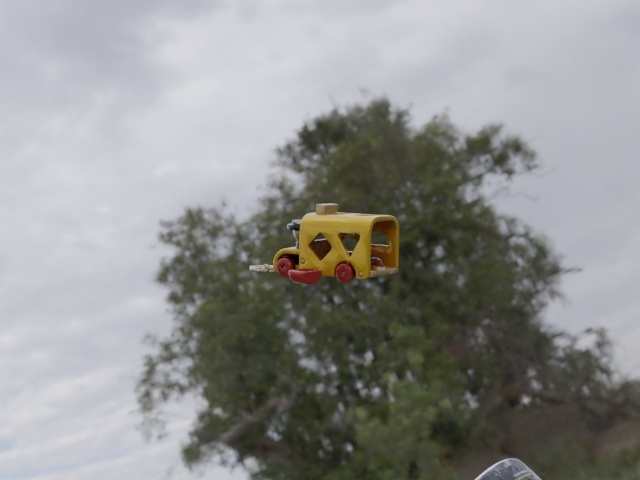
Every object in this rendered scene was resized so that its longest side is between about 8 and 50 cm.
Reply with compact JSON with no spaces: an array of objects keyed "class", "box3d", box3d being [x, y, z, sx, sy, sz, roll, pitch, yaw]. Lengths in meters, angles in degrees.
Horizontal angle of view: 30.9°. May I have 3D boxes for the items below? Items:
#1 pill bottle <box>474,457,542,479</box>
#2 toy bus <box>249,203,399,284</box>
[{"class":"pill bottle","box3d":[0.275,0.384,1.370,0.130,0.246,0.130,-31,-36,-25]},{"class":"toy bus","box3d":[0.013,0.001,1.649,0.202,0.104,0.191,0,5,-14]}]
